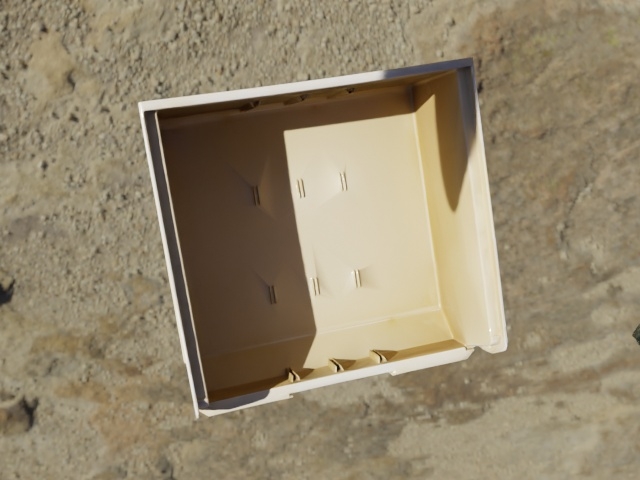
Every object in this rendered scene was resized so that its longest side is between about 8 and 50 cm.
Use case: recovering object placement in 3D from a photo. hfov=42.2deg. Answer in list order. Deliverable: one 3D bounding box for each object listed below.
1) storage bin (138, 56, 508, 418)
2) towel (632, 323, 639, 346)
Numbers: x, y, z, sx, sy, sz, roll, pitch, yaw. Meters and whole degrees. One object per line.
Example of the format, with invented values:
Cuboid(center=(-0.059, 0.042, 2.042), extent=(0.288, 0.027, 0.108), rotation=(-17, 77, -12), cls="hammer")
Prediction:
Cuboid(center=(0.000, 0.000, 0.699), extent=(0.262, 0.123, 0.260), rotation=(-10, 97, -13), cls="storage bin")
Cuboid(center=(0.144, -0.014, 0.163), extent=(0.110, 0.027, 0.148), rotation=(-19, 171, -47), cls="towel")
